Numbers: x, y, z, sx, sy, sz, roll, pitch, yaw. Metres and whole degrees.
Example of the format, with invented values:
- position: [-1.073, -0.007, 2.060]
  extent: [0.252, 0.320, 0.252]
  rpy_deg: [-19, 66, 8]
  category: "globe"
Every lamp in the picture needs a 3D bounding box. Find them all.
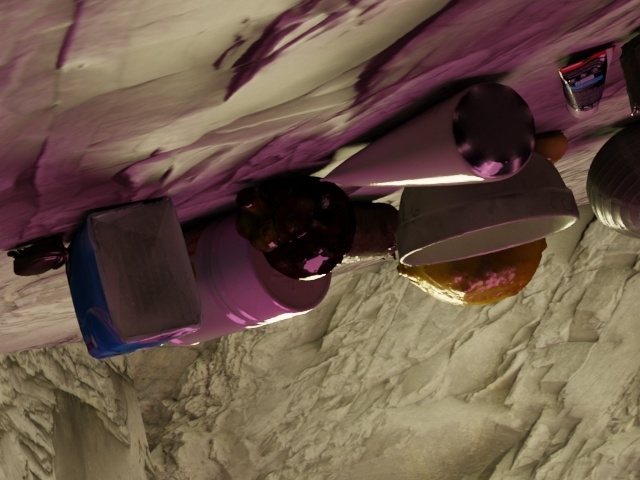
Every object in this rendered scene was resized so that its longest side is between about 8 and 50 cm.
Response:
- position: [0.622, -0.118, 1.901]
  extent: [0.265, 0.233, 0.233]
  rpy_deg: [-31, 168, 23]
  category: "lamp"

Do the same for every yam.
- position: [0.051, -0.015, 1.976]
  extent: [0.131, 0.131, 0.279]
  rpy_deg: [-18, 172, 34]
  category: "yam"

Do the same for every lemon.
- position: [0.317, 0.008, 2.180]
  extent: [0.322, 0.268, 0.268]
  rpy_deg: [-11, 173, -10]
  category: "lemon"

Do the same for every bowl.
- position: [0.267, -0.068, 1.731]
  extent: [0.307, 0.163, 0.307]
  rpy_deg: [-10, 172, -1]
  category: "bowl"

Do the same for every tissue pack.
- position: [-0.289, 0.067, 1.563]
  extent: [0.146, 0.198, 0.263]
  rpy_deg: [-13, 174, -22]
  category: "tissue pack"

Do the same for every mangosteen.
- position: [-0.037, -0.027, 1.582]
  extent: [0.184, 0.172, 0.172]
  rpy_deg: [20, 174, 2]
  category: "mangosteen"

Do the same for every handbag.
- position: [-0.422, 0.024, 1.581]
  extent: [0.111, 0.047, 0.072]
  rpy_deg: [-19, 167, 36]
  category: "handbag"

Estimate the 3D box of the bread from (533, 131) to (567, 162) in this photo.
- position: [0.379, -0.148, 1.808]
  extent: [0.082, 0.056, 0.115]
  rpy_deg: [-10, 173, -28]
  category: "bread"

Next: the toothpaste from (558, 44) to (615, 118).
- position: [0.336, -0.202, 1.310]
  extent: [0.071, 0.045, 0.193]
  rpy_deg: [-24, 166, 10]
  category: "toothpaste"

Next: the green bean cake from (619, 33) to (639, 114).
- position: [0.456, -0.217, 1.181]
  extent: [0.181, 0.094, 0.173]
  rpy_deg: [-11, 173, -22]
  category: "green bean cake"

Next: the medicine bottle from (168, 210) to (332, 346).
- position: [-0.156, 0.060, 1.800]
  extent: [0.316, 0.202, 0.202]
  rpy_deg: [-19, 172, 40]
  category: "medicine bottle"

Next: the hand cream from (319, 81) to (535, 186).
- position: [0.144, -0.115, 1.370]
  extent: [0.185, 0.118, 0.358]
  rpy_deg: [-15, -179, -22]
  category: "hand cream"
